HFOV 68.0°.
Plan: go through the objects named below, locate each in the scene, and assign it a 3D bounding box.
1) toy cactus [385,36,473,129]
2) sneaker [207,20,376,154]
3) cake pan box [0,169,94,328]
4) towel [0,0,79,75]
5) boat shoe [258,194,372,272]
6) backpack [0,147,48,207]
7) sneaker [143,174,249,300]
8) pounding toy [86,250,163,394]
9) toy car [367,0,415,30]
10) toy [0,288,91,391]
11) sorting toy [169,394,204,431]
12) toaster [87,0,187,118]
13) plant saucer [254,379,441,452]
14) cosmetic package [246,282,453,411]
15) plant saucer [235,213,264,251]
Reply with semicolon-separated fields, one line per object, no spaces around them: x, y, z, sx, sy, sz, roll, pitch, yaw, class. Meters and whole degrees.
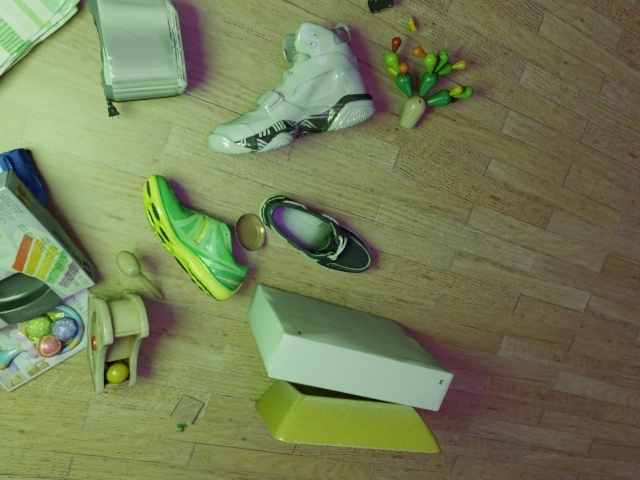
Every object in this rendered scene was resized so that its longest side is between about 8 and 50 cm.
0.227;-0.344;1.071;0.218;0.112;0.181;15;115;-23;toy cactus
-0.071;-0.304;0.955;0.365;0.137;0.210;-20;107;-18;sneaker
-0.581;0.038;0.842;0.245;0.070;0.267;-24;134;-7;cake pan box
-0.611;-0.388;0.788;0.248;0.038;0.325;45;82;-19;towel
0.000;0.000;1.062;0.302;0.091;0.114;25;94;-21;boat shoe
-0.564;-0.094;0.857;0.097;0.101;0.120;-19;108;-6;backpack
-0.258;-0.013;0.984;0.123;0.109;0.296;-42;112;-27;sneaker
-0.365;0.169;0.933;0.154;0.154;0.270;-5;118;-36;pounding toy
0.155;-0.503;1.044;0.122;0.060;0.041;33;46;-37;toy car
-0.555;0.195;0.945;0.237;0.056;0.137;-30;110;-10;toy
-0.314;0.399;1.089;0.062;0.012;0.083;33;87;-26;sorting toy
-0.328;-0.342;0.864;0.146;0.129;0.227;-9;103;-18;toaster
0.043;0.365;1.032;0.332;0.332;0.081;10;79;-13;plant saucer
0.048;0.222;1.024;0.377;0.284;0.098;18;96;-20;cosmetic package
-0.157;-0.016;1.032;0.083;0.015;0.084;14;71;-47;plant saucer
